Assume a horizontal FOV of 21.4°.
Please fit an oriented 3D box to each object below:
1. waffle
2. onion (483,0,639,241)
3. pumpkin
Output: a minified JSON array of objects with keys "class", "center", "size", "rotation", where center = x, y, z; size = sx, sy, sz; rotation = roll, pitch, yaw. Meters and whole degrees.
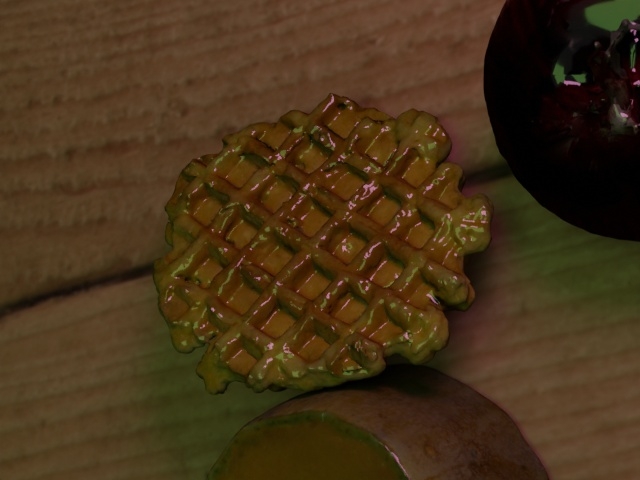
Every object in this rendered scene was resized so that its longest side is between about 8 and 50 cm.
[{"class":"waffle","center":[0.000,0.000,1.536],"size":[0.325,0.068,0.302],"rotation":[-10,56,13]},{"class":"onion","center":[0.255,-0.116,1.371],"size":[0.273,0.285,0.273],"rotation":[6,109,19]},{"class":"pumpkin","center":[0.030,0.271,1.481],"size":[0.332,0.199,0.332],"rotation":[-4,80,25]}]
